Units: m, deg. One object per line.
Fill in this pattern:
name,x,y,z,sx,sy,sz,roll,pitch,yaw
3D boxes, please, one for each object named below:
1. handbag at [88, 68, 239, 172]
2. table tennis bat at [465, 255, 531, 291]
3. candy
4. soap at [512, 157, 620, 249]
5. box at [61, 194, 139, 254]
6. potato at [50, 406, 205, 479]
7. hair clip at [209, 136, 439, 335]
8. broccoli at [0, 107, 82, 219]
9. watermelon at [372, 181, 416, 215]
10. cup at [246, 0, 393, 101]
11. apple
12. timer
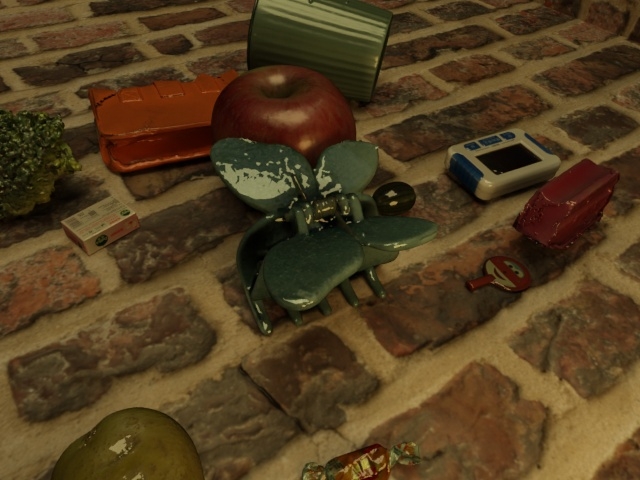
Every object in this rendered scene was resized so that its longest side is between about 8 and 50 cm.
handbag,-0.377,-0.325,1.284,0.410,0.116,0.303,-15,45,-20
table tennis bat,0.366,0.075,1.009,0.155,0.019,0.098,-14,48,-22
candy,0.064,0.325,0.704,0.182,0.046,0.053,-9,44,-11
soap,0.532,-0.066,1.060,0.250,0.162,0.099,-28,53,-30
box,-0.461,-0.035,1.025,0.089,0.043,0.125,33,51,26
potato,-0.223,0.330,0.599,0.174,0.159,0.251,-38,64,-7
hair clip,0.000,0.000,0.889,0.318,0.238,0.392,-16,50,-20
broccoli,-0.655,-0.165,1.068,0.288,0.247,0.245,12,8,21
watermelon,0.167,-0.095,1.121,0.111,0.078,0.078,-16,48,-19
cup,0.003,-0.618,1.484,0.392,0.310,0.401,15,47,3
apple,-0.084,-0.229,1.096,0.345,0.269,0.344,-1,44,1
timer,0.461,-0.194,1.246,0.253,0.078,0.178,-17,51,-20
